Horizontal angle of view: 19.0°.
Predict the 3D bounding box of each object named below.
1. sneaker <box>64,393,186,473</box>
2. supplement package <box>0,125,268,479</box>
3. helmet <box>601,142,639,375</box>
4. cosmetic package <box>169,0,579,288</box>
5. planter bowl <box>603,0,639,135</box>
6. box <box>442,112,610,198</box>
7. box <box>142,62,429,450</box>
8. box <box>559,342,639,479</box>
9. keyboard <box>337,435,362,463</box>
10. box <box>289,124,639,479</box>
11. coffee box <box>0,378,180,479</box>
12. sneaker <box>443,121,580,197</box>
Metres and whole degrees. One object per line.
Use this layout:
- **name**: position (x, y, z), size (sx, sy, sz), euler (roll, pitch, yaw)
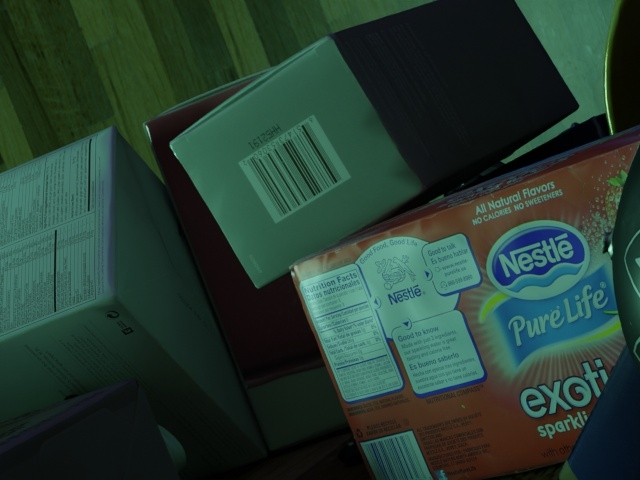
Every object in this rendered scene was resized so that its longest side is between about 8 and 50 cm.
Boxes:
- **sneaker**: position (-0.136, 0.133, 1.060), size (0.151, 0.094, 0.256), euler (-29, 3, -25)
- **supplement package**: position (-0.170, 0.067, 1.243), size (0.203, 0.194, 0.149), euler (-21, 46, 17)
- **helmet**: position (0.161, 0.008, 0.465), size (0.161, 0.169, 0.169), euler (-3, -11, -42)
- **cosmetic package**: position (0.039, -0.066, 1.089), size (0.127, 0.107, 0.238), euler (-32, 0, 29)
- **planter bowl**: position (0.250, -0.076, 0.898), size (0.217, 0.217, 0.090), euler (-20, 2, 40)
- **box**: position (0.193, -0.019, 1.198), size (0.153, 0.108, 0.207), euler (-29, -7, 42)
- **box**: position (0.000, 0.000, 1.267), size (0.127, 0.232, 0.148), euler (-21, 3, 19)
- **box**: position (0.165, 0.012, 0.628), size (0.136, 0.036, 0.225), euler (-22, -29, -21)
- **keyboard**: position (0.101, 0.074, 1.063), size (0.192, 0.038, 0.100), euler (-19, 3, 33)
- **box**: position (0.128, 0.022, 0.877), size (0.257, 0.128, 0.123), euler (-21, 3, 43)
- **coffee box**: position (-0.203, 0.164, 0.728), size (0.297, 0.119, 0.168), euler (-20, 3, 32)
- **sneaker**: position (0.121, -0.002, 1.606), size (0.300, 0.121, 0.111), euler (-23, 2, -12)
